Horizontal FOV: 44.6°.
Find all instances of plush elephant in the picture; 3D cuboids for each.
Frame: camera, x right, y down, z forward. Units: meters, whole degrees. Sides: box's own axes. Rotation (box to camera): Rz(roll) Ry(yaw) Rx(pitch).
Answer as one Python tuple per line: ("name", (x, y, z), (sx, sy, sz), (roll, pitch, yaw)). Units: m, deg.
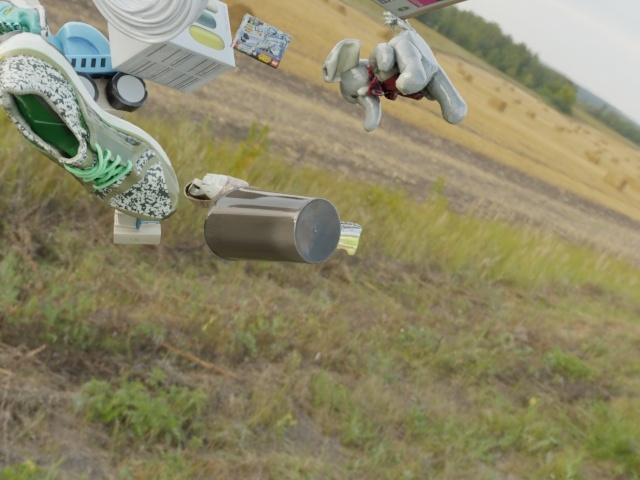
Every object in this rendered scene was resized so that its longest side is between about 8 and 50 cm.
("plush elephant", (0.154, -0.398, 1.947), (0.272, 0.255, 0.330), (11, 50, -54))

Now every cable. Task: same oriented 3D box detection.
("cable", (-0.324, -0.502, 1.448), (0.257, 0.257, 0.089), (18, 33, 10))

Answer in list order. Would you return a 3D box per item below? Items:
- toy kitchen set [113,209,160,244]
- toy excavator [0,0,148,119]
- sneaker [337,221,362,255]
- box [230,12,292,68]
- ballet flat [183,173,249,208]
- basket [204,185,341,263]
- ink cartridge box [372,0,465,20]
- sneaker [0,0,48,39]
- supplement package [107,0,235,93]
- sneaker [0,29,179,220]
("toy kitchen set", (-0.481, -0.113, 2.062), (0.122, 0.207, 0.166), (2, 58, -16))
("toy excavator", (-0.733, -0.523, 2.108), (0.433, 0.222, 0.445), (-10, 81, -39))
("sneaker", (0.000, 0.000, 2.009), (0.208, 0.094, 0.081), (4, 16, 8))
("box", (-0.153, -0.513, 2.012), (0.137, 0.094, 0.027), (20, 15, -33))
("ballet flat", (-0.327, -0.148, 2.339), (0.106, 0.107, 0.316), (39, -24, -26))
("basket", (-0.082, -0.027, 1.555), (0.227, 0.154, 0.204), (6, 17, 44))
("ink cartridge box", (0.179, -0.484, 1.387), (0.193, 0.088, 0.235), (-10, -5, 30))
("sneaker", (-0.688, -0.480, 1.748), (0.110, 0.107, 0.275), (-13, 29, -40))
("supplement package", (-0.397, -0.546, 2.076), (0.263, 0.198, 0.199), (9, 67, -51))
("sneaker", (-0.393, -0.145, 1.290), (0.410, 0.158, 0.182), (45, 16, -34))
